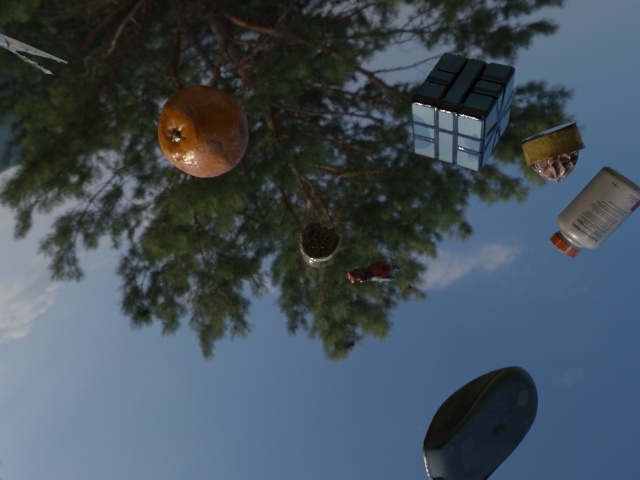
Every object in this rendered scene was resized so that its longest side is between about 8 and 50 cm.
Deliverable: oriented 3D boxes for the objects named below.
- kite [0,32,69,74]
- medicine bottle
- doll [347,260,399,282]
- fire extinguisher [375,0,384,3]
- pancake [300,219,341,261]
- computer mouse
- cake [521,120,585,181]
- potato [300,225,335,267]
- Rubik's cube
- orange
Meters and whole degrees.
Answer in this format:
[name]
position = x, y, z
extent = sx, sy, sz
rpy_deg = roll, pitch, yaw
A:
[kite]
position = -0.685, -0.420, 1.130
extent = 0.336, 0.011, 0.314
rpy_deg = 17, 178, 15
[medicine bottle]
position = 0.869, -0.081, 1.667
extent = 0.288, 0.157, 0.157
rpy_deg = -56, -168, 25
[doll]
position = 0.192, 0.114, 1.838
extent = 0.195, 0.062, 0.104
rpy_deg = -9, -167, -21
[fire extinguisher]
position = 0.152, -0.678, 1.324
extent = 0.064, 0.158, 0.043
rpy_deg = -13, -130, -22
[pancake]
position = -0.002, 0.006, 1.545
extent = 0.130, 0.022, 0.116
rpy_deg = 20, -99, 26
[computer mouse]
position = 0.350, 0.428, 1.195
extent = 0.371, 0.188, 0.122
rpy_deg = -35, -165, -28
[cake]
position = 0.807, -0.293, 1.792
extent = 0.208, 0.178, 0.185
rpy_deg = -29, -171, -35
[potato]
position = -0.008, 0.017, 1.944
extent = 0.137, 0.175, 0.137
rpy_deg = 7, -146, -4
[Rubik's cube]
position = 0.512, -0.467, 1.901
extent = 0.284, 0.293, 0.288
rpy_deg = 23, -117, 28
[orange]
position = -0.334, -0.312, 1.502
extent = 0.261, 0.261, 0.261
rpy_deg = -20, -155, 9
